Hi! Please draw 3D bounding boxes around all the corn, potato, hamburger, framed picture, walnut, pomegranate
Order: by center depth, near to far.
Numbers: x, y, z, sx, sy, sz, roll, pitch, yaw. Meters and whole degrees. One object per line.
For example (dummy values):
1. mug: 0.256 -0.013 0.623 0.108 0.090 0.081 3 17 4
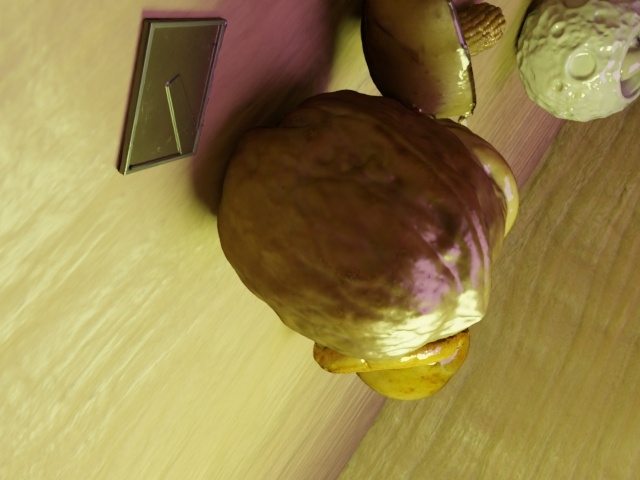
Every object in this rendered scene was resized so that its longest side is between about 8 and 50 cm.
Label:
1. framed picture: -0.141 -0.140 0.656 0.109 0.011 0.149 -28 143 -56
2. walnut: 0.056 -0.018 0.819 0.306 0.344 0.306 -48 166 -16
3. potato: 0.107 -0.263 0.868 0.115 0.239 0.299 -18 169 8
4. corn: 0.255 -0.363 1.208 0.288 0.086 0.087 -37 150 -46
5. walnut: 0.206 -0.064 1.214 0.296 0.285 0.285 -63 170 -53
6. hamburger: 0.115 0.148 1.303 0.290 0.314 0.170 -13 93 -67
7. pomegranate: 0.199 0.223 1.568 0.307 0.307 0.307 -49 158 -28

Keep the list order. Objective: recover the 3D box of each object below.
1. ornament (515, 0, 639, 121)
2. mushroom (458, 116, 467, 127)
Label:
1. ornament: 0.641 -0.462 1.671 0.337 0.337 0.337 -49 158 -28
2. mushroom: 0.336 -0.259 1.648 0.049 0.019 0.101 -47 154 -34
